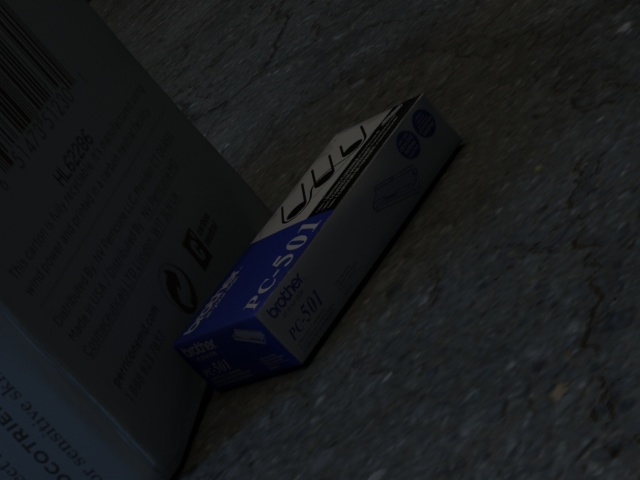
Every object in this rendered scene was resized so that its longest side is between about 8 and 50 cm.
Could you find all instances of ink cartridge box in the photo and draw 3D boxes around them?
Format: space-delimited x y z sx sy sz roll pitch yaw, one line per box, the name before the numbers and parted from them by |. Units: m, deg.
ink cartridge box | 0.000 0.000 1.116 0.097 0.046 0.207 -22 26 51

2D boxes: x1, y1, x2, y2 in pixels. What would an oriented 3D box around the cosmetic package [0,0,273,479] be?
cosmetic package | -0.302 0.042 1.207 0.394 0.327 0.329 -33 18 27
